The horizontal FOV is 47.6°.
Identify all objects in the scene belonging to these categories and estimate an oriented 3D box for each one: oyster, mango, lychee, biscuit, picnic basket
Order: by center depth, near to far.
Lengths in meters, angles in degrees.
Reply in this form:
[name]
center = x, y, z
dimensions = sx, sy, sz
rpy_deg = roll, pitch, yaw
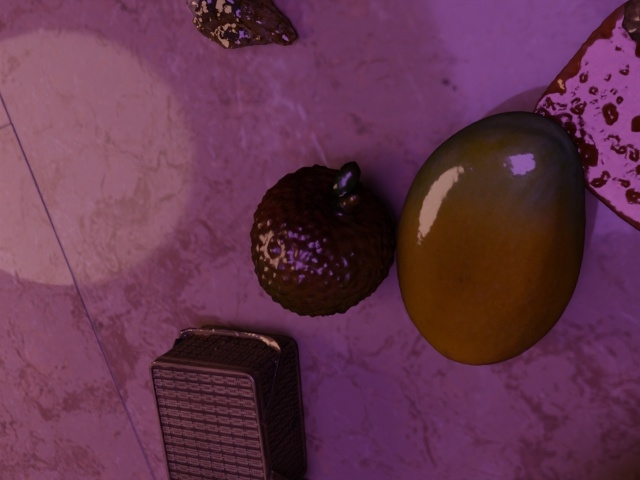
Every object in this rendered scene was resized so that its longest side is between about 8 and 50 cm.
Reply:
[biscuit]
center = 0.251, -0.083, 0.443
dimensions = 0.192, 0.036, 0.186
rpy_deg = 38, 116, 10
[mango]
center = 0.115, 0.001, 0.491
dimensions = 0.130, 0.092, 0.195
rpy_deg = 36, 138, 19
[lychee]
center = 0.000, 0.000, 0.550
dimensions = 0.114, 0.114, 0.146
rpy_deg = 41, 139, 8
[oyster]
center = -0.065, -0.177, 0.567
dimensions = 0.093, 0.034, 0.051
rpy_deg = 4, 116, 20
[picnic basket]
center = -0.081, 0.165, 0.661
dimensions = 0.115, 0.079, 0.164
rpy_deg = 3, 108, 25

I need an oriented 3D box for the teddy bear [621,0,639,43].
[teddy bear]
center = 0.240, -0.175, 0.357
dimensions = 0.251, 0.129, 0.182
rpy_deg = 36, 78, 25
